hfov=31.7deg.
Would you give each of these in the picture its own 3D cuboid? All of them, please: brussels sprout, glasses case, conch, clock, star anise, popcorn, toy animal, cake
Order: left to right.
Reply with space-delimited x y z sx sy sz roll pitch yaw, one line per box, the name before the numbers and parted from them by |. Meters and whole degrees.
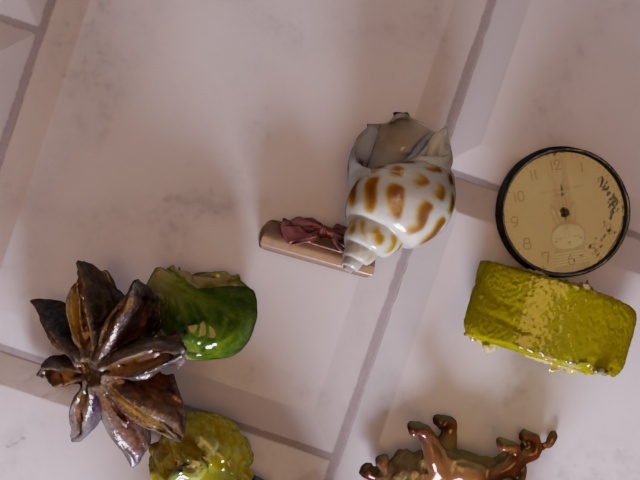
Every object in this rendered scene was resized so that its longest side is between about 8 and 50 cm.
star anise | -0.314 0.184 1.714 0.332 0.117 0.331 7 104 33
popcorn | -0.192 0.354 1.771 0.173 0.142 0.173 -3 96 -27
brussels sprout | -0.190 0.116 1.756 0.183 0.131 0.145 7 86 -6
glasses case | 0.000 0.000 1.775 0.193 0.102 0.070 16 85 -2
conch | 0.114 -0.065 1.729 0.183 0.275 0.149 24 133 22
toy animal | 0.220 0.367 1.808 0.312 0.097 0.157 10 104 -4
cake | 0.358 0.126 1.749 0.260 0.179 0.156 15 92 -1
clock | 0.390 -0.045 1.813 0.215 0.042 0.215 0 92 -1

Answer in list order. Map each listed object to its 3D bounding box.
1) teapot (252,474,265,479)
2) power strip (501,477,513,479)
teapot | -0.119 0.417 1.817 0.049 0.063 0.083 33 88 -34
power strip | 0.279 0.487 1.790 0.145 0.061 0.215 33 113 -21
